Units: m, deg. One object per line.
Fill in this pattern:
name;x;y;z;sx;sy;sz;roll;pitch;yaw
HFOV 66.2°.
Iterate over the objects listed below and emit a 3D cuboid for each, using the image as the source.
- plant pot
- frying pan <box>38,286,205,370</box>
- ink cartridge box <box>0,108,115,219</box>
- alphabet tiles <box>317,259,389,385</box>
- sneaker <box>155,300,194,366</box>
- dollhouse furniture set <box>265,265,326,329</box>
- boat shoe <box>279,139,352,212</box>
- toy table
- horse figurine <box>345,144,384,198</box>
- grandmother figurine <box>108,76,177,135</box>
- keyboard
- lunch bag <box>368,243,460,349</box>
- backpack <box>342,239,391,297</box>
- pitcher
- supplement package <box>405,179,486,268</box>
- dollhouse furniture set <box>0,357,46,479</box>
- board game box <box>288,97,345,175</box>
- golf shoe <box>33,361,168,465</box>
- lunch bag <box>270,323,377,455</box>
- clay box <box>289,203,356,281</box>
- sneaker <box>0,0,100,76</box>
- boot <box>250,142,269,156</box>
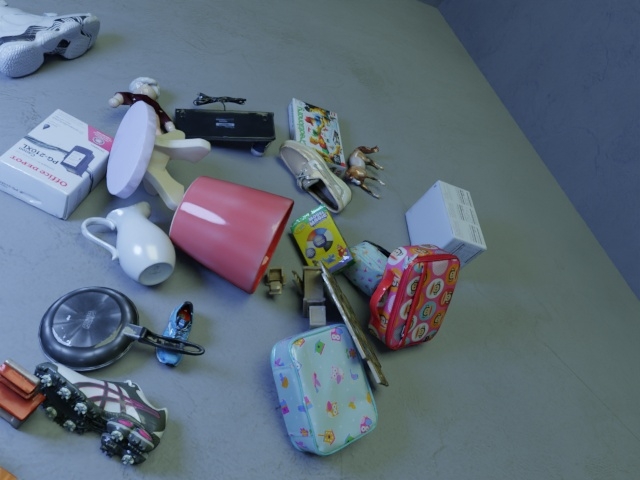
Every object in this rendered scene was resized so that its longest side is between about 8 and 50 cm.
plant pot;-0.230;-0.029;1.257;0.244;0.274;0.274;23;45;-1
frying pan;-0.431;0.208;1.025;0.326;0.053;0.197;30;52;9
ink cartridge box;-0.641;-0.191;1.215;0.172;0.100;0.237;28;44;-11
alphabet tiles;0.086;0.218;1.283;0.342;0.011;0.285;63;4;23
sneaker;-0.327;0.206;1.116;0.064;0.073;0.162;20;48;-19
dollhouse furniture set;-0.070;0.171;1.327;0.161;0.101;0.181;1;52;-3
boat shoe;-0.028;-0.212;1.637;0.302;0.109;0.098;44;42;-3
toy table;-0.418;-0.203;1.238;0.161;0.252;0.273;26;57;-43
horse figurine;0.162;-0.271;1.839;0.175;0.066;0.263;25;47;-22
grandmother figurine;-0.523;-0.365;1.447;0.208;0.104;0.342;35;32;-45
keyboard;-0.308;-0.395;1.587;0.318;0.033;0.201;0;61;-12
lunch bag;0.250;0.156;1.387;0.259;0.292;0.120;-2;24;-36
backpack;0.151;0.085;1.486;0.182;0.151;0.115;44;37;21
pitcher;-0.452;0.010;1.166;0.178;0.125;0.207;-15;54;-34
supplement package;0.429;-0.036;1.720;0.145;0.204;0.261;17;48;-23
dollhouse furniture set;-0.591;0.327;0.796;0.262;0.135;0.259;37;44;-2
board game box;-0.017;-0.386;1.821;0.193;0.053;0.305;13;49;-24
golf shoe;-0.427;0.317;0.957;0.273;0.105;0.120;40;28;-7
lunch bag;0.014;0.346;1.158;0.224;0.108;0.278;-11;82;-43
clay box;0.000;0.000;1.462;0.221;0.128;0.053;62;9;22
sneaker;-0.830;-0.622;1.416;0.210;0.137;0.365;40;47;-3
boot;-0.182;-0.372;1.677;0.069;0.086;0.189;23;46;-16
